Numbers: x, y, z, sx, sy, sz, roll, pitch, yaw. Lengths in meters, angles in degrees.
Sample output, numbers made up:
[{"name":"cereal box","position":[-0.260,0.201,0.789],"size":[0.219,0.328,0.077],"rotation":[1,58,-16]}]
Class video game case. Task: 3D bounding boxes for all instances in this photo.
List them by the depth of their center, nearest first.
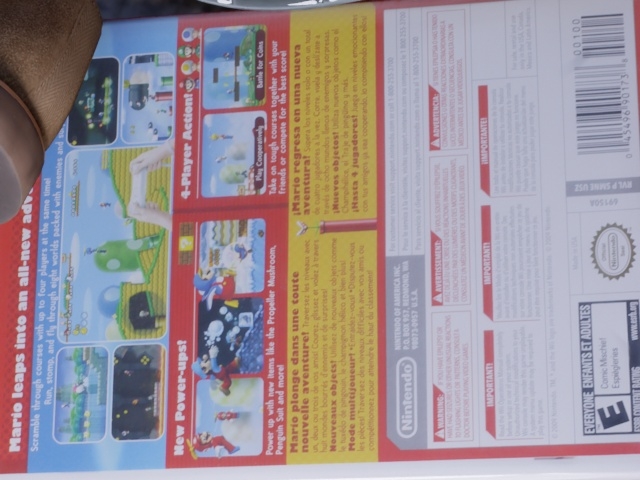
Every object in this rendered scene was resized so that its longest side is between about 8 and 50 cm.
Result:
[{"name":"video game case","position":[0.000,0.000,0.782],"size":[0.285,0.025,0.204],"rotation":[-3,73,11]}]

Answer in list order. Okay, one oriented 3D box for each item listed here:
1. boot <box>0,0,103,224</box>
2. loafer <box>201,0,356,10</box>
[{"name":"boot","position":[-0.230,-0.080,0.821],"size":[0.305,0.112,0.115],"rotation":[7,51,25]},{"name":"loafer","position":[0.016,-0.142,0.805],"size":[0.268,0.084,0.096],"rotation":[8,101,18]}]
